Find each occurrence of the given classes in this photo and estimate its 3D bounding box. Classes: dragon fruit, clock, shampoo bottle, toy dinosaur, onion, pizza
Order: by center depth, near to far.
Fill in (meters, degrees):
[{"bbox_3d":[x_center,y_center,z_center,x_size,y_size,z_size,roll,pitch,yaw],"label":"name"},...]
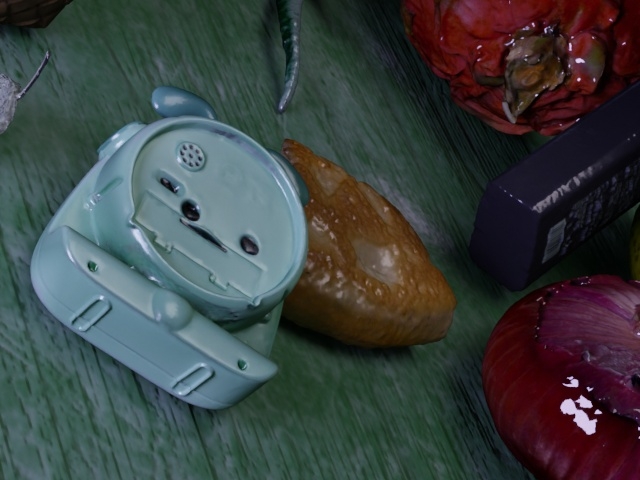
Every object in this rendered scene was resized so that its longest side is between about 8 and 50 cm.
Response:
[{"bbox_3d":[-0.074,-0.008,0.849,0.148,0.060,0.188,33,48,-16],"label":"clock"},{"bbox_3d":[0.000,0.000,0.994,0.182,0.062,0.161,5,57,-44],"label":"pizza"},{"bbox_3d":[0.232,0.126,1.039,0.248,0.161,0.248,19,11,-4],"label":"onion"},{"bbox_3d":[0.253,-0.072,1.229,0.309,0.098,0.071,-32,55,-32],"label":"shampoo bottle"},{"bbox_3d":[0.025,-0.241,1.253,0.383,0.129,0.076,-91,171,-57],"label":"toy dinosaur"},{"bbox_3d":[0.202,-0.250,1.344,0.277,0.277,0.342,30,48,-29],"label":"dragon fruit"}]

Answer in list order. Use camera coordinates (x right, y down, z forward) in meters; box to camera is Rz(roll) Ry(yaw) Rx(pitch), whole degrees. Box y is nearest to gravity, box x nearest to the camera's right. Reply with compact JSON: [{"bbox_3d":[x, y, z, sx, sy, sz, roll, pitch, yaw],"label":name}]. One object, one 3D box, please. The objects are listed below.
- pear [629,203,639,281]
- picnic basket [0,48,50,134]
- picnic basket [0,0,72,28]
[{"bbox_3d":[0.379,0.009,1.357,0.159,0.292,0.292,13,10,33],"label":"pear"},{"bbox_3d":[-0.196,-0.087,0.805,0.065,0.083,0.083,29,31,-21],"label":"picnic basket"},{"bbox_3d":[-0.202,-0.235,0.914,0.128,0.138,0.178,-7,66,-55],"label":"picnic basket"}]
